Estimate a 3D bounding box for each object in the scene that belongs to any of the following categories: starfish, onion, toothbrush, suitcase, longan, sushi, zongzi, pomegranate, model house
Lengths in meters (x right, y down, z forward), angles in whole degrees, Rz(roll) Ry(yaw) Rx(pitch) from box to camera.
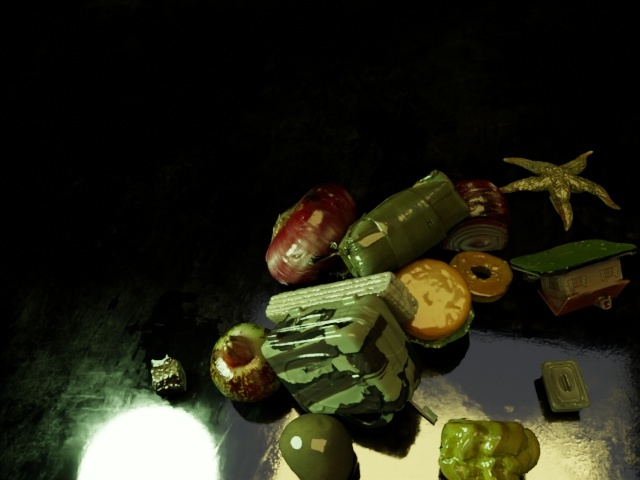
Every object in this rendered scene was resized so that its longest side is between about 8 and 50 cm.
[{"bbox_3d":[0.747,-0.179,1.669,0.358,0.078,0.347,-11,55,3],"label":"starfish"},{"bbox_3d":[0.000,0.000,1.554,0.285,0.347,0.347,39,63,-8],"label":"onion"},{"bbox_3d":[0.206,0.379,1.378,0.027,0.021,0.269,-29,53,-27],"label":"toothbrush"},{"bbox_3d":[0.066,0.305,1.277,0.351,0.339,0.194,-19,22,41],"label":"suitcase"},{"bbox_3d":[-0.006,0.498,1.239,0.189,0.189,0.189,-5,52,7],"label":"longan"},{"bbox_3d":[-0.423,0.381,1.456,0.084,0.094,0.098,-17,52,-4],"label":"sushi"},{"bbox_3d":[0.463,-0.092,1.576,0.216,0.207,0.206,-1,56,3],"label":"onion"},{"bbox_3d":[0.150,0.001,1.467,0.447,0.418,0.181,-31,93,-14],"label":"zongzi"},{"bbox_3d":[-0.198,0.311,1.368,0.214,0.248,0.214,-5,59,8],"label":"pomegranate"},{"bbox_3d":[0.700,0.106,1.438,0.294,0.154,0.207,-14,8,-10],"label":"model house"}]

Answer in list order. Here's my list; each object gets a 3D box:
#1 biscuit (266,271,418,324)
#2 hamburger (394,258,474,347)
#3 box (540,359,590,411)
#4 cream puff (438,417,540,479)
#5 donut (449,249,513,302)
[{"bbox_3d":[0.047,0.178,1.373,0.426,0.144,0.078,-16,40,40],"label":"biscuit"},{"bbox_3d":[0.290,0.179,1.421,0.246,0.170,0.246,-2,65,4],"label":"hamburger"},{"bbox_3d":[0.600,0.363,1.286,0.089,0.062,0.122,-6,53,6],"label":"box"},{"bbox_3d":[0.378,0.490,1.169,0.221,0.194,0.194,-4,52,13],"label":"cream puff"},{"bbox_3d":[0.460,0.108,1.509,0.178,0.065,0.162,29,59,30],"label":"donut"}]
